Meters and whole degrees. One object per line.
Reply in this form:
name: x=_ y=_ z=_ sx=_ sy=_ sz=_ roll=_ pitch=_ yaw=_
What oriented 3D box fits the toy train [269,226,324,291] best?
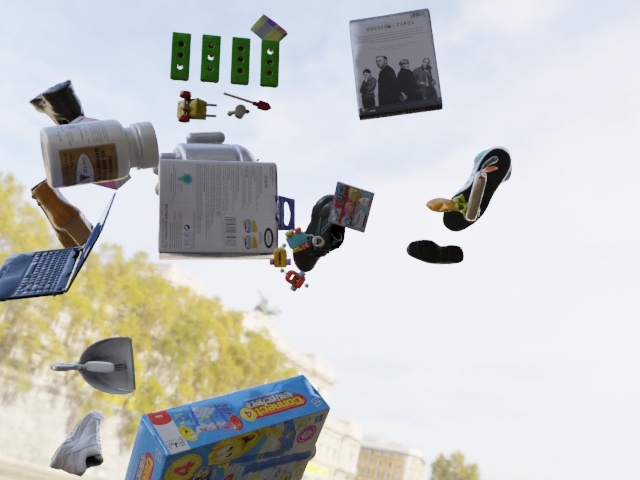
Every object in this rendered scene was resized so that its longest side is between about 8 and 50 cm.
toy train: x=-0.062 y=0.044 z=2.047 sx=0.125 sy=0.166 sz=0.046 roll=26 pitch=15 yaw=-4

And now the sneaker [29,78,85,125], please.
sneaker: x=-0.726 y=-0.363 z=2.167 sx=0.130 sy=0.109 sz=0.286 roll=62 pitch=-19 yaw=-19

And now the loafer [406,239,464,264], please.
loafer: x=0.286 y=0.038 z=2.003 sx=0.170 sy=0.062 sz=0.061 roll=12 pitch=-21 yaw=-27

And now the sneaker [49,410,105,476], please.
sneaker: x=-0.614 y=0.543 z=2.047 sx=0.115 sy=0.232 sz=0.090 roll=34 pitch=-65 yaw=-4

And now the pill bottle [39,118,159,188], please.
pill bottle: x=-0.469 y=-0.190 z=1.659 sx=0.229 sy=0.131 sz=0.131 roll=-11 pitch=-11 yaw=-23

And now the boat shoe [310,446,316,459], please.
boat shoe: x=-0.085 y=0.474 z=1.650 sx=0.075 sy=0.083 sz=0.226 roll=-11 pitch=-35 yaw=-34

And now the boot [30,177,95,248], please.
boot: x=-0.716 y=-0.073 z=2.165 sx=0.211 sy=0.104 sz=0.295 roll=54 pitch=-19 yaw=-8

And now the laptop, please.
laptop: x=-0.569 y=0.011 z=1.650 sx=0.264 sy=0.137 sz=0.234 roll=-6 pitch=23 yaw=-4

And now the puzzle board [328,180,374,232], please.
puzzle board: x=0.075 y=-0.080 z=1.912 sx=0.096 sy=0.011 sz=0.128 roll=19 pitch=-49 yaw=7

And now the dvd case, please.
dvd case: x=0.160 y=-0.381 z=1.679 sx=0.179 sy=0.239 sz=0.029 roll=-7 pitch=-19 yaw=6

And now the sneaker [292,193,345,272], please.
sneaker: x=0.000 y=0.000 z=2.197 sx=0.101 sy=0.106 sz=0.267 roll=-13 pitch=-41 yaw=-40

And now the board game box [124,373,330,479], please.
board game box: x=-0.165 y=0.385 z=1.257 sx=0.301 sy=0.308 sz=0.086 roll=-7 pitch=38 yaw=-39

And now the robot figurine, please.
robot figurine: x=-0.345 y=-0.206 z=2.459 sx=0.353 sy=0.300 sz=0.200 roll=-3 pitch=-14 yaw=-26

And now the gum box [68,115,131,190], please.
gum box: x=-0.575 y=-0.222 z=2.026 sx=0.107 sy=0.062 sz=0.188 roll=14 pitch=-45 yaw=30

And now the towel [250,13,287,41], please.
towel: x=-0.131 y=-0.531 z=1.979 sx=0.083 sy=0.060 sz=0.009 roll=40 pitch=-8 yaw=8

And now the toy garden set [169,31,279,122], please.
toy garden set: x=-0.220 y=-0.361 z=1.778 sx=0.244 sy=0.204 sz=0.049 roll=3 pitch=-8 yaw=-10

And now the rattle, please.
rattle: x=0.353 y=-0.142 z=1.934 sx=0.142 sy=0.130 sz=0.200 roll=29 pitch=-21 yaw=17

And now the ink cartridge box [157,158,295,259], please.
ink cartridge box: x=-0.261 y=-0.081 z=2.218 sx=0.395 sy=0.270 sz=0.151 roll=0 pitch=-8 yaw=-10

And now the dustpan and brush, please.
dustpan and brush: x=-0.576 y=0.316 z=1.957 sx=0.211 sy=0.147 sz=0.060 roll=-1 pitch=6 yaw=19

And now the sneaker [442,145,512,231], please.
sneaker: x=0.481 y=-0.167 z=2.354 sx=0.123 sy=0.296 sz=0.178 roll=38 pitch=25 yaw=7
